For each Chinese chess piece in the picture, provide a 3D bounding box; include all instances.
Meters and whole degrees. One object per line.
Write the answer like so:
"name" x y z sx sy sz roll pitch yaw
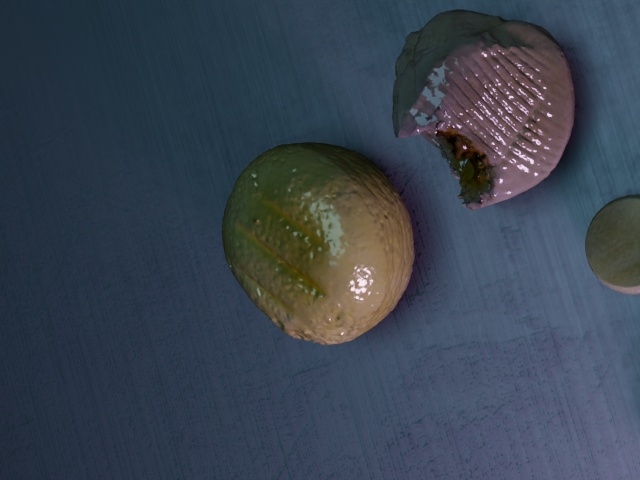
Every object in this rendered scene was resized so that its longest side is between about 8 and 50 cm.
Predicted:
"Chinese chess piece" 0.451 0.006 1.898 0.144 0.058 0.144 -5 82 35

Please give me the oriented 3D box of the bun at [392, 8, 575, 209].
"bun" 0.229 -0.208 1.935 0.205 0.281 0.282 -140 64 -66

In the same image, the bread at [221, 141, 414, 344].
"bread" -0.006 0.000 2.056 0.320 0.237 0.321 0 89 32
